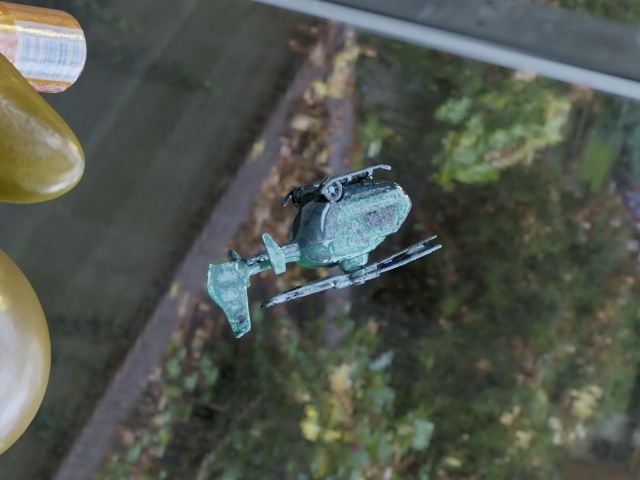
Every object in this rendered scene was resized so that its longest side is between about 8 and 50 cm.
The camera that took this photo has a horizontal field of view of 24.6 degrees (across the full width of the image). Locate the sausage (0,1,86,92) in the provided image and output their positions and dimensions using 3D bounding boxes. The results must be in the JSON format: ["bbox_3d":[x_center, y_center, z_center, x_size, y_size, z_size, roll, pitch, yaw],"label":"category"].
[{"bbox_3d":[-0.374,-0.202,1.472,0.312,0.093,0.093,-3,110,-57],"label":"sausage"}]

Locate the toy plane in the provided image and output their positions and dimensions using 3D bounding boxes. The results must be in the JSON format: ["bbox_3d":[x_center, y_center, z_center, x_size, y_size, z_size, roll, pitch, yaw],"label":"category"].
[{"bbox_3d":[0.000,0.000,1.182,0.235,0.060,0.096,-20,94,-36],"label":"toy plane"}]

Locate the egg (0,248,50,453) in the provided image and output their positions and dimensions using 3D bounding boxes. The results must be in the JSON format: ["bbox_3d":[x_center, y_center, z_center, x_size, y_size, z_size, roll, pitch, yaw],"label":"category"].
[{"bbox_3d":[-0.402,0.084,1.333,0.250,0.322,0.250,-49,-159,26],"label":"egg"}]

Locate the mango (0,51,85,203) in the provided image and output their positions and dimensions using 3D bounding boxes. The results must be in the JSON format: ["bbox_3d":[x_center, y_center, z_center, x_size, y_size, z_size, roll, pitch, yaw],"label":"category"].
[{"bbox_3d":[-0.323,-0.116,1.320,0.138,0.253,0.113,-66,170,7],"label":"mango"}]
